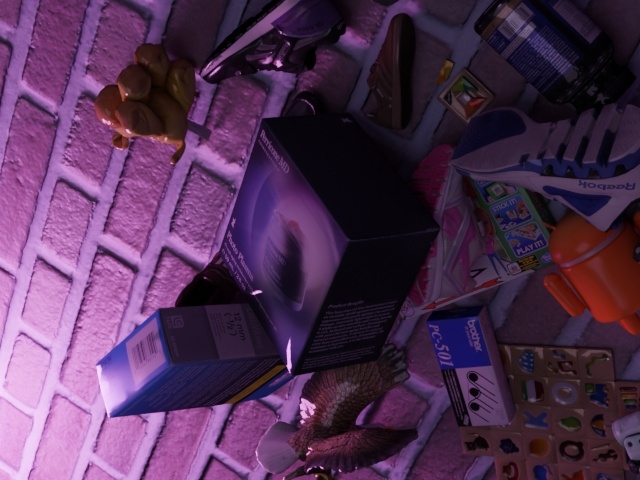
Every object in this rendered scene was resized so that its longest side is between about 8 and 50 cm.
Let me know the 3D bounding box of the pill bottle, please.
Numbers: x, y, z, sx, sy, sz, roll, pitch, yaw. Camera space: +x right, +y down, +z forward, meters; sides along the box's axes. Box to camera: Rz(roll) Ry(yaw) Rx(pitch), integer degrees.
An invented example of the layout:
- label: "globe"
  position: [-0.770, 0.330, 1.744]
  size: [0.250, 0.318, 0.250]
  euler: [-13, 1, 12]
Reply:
- label: "pill bottle"
  position: [0.334, -0.271, 1.593]
  size: [0.219, 0.123, 0.123]
  euler: [44, 126, 1]

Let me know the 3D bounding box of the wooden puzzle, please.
- label: "wooden puzzle"
  position: [0.223, -0.222, 1.746]
  size: [0.116, 0.014, 0.078]
  euler: [38, 126, 7]

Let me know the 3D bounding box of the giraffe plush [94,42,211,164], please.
- label: "giraffe plush"
  position: [-0.315, -0.235, 1.961]
  size: [0.170, 0.181, 0.210]
  euler: [7, 152, 36]

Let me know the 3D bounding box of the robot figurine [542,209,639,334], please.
- label: "robot figurine"
  position: [0.431, 0.034, 1.692]
  size: [0.158, 0.128, 0.219]
  euler: [-32, 97, 44]

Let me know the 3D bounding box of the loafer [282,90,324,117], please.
- label: "loafer"
  position: [-0.051, -0.145, 1.891]
  size: [0.076, 0.078, 0.223]
  euler: [30, 124, 13]

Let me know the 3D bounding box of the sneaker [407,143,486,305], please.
- label: "sneaker"
  position: [0.200, -0.025, 1.755]
  size: [0.103, 0.111, 0.252]
  euler: [-151, 65, -63]

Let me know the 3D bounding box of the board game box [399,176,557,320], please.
- label: "board game box"
  position: [0.216, -0.014, 1.833]
  size: [0.317, 0.046, 0.213]
  euler: [-25, 101, 35]

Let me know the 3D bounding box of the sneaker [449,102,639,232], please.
- label: "sneaker"
  position: [0.349, -0.090, 1.609]
  size: [0.315, 0.127, 0.182]
  euler: [5, 145, 45]

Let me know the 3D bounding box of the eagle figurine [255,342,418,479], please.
- label: "eagle figurine"
  position: [0.045, 0.338, 2.014]
  size: [0.226, 0.225, 0.298]
  euler: [41, 139, 14]

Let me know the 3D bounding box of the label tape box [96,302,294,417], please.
- label: "label tape box"
  position: [-0.186, 0.209, 2.011]
  size: [0.249, 0.348, 0.115]
  euler: [-40, 62, 44]

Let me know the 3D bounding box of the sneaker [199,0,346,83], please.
- label: "sneaker"
  position: [-0.078, -0.303, 1.816]
  size: [0.283, 0.107, 0.124]
  euler: [-28, 112, 41]

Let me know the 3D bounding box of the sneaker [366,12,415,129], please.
- label: "sneaker"
  position: [0.103, -0.263, 1.758]
  size: [0.071, 0.066, 0.188]
  euler: [13, 118, 24]

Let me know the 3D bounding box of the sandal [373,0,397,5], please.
- label: "sandal"
  position: [0.018, -0.442, 1.721]
  size: [0.254, 0.054, 0.097]
  euler: [28, 124, 14]

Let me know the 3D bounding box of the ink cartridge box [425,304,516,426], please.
- label: "ink cartridge box"
  position: [0.256, 0.215, 1.910]
  size: [0.097, 0.046, 0.207]
  euler: [-8, 109, 30]

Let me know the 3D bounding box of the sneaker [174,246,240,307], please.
- label: "sneaker"
  position: [-0.237, 0.138, 2.078]
  size: [0.106, 0.162, 0.281]
  euler: [34, 125, 10]

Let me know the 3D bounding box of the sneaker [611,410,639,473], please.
- label: "sneaker"
  position: [0.526, 0.263, 1.761]
  size: [0.151, 0.094, 0.256]
  euler: [-8, 112, 19]

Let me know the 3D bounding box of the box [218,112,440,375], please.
- label: "box"
  position: [0.000, 0.000, 1.788]
  size: [0.296, 0.183, 0.294]
  euler: [55, 137, 36]

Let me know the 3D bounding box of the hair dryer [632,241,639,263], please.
- label: "hair dryer"
  position: [0.613, -0.002, 1.582]
  size: [0.293, 0.080, 0.223]
  euler: [27, 103, 0]

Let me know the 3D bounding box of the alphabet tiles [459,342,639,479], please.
- label: "alphabet tiles"
  position: [0.394, 0.305, 1.916]
  size: [0.342, 0.011, 0.285]
  euler: [0, 114, 28]
